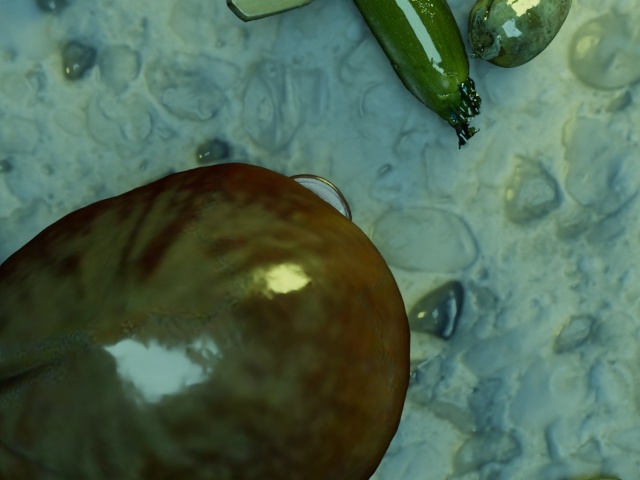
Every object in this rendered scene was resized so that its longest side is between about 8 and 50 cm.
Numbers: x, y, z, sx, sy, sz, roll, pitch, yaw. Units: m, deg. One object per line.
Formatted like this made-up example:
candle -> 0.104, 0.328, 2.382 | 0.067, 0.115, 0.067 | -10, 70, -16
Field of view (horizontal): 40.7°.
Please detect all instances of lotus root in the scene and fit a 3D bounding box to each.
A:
lotus root -> 0.209, -0.238, 0.876 | 0.088, 0.088, 0.165 | 42, 73, -8

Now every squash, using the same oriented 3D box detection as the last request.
squash -> 0.075, -0.245, 0.867 | 0.087, 0.087, 0.332 | -33, 96, 1

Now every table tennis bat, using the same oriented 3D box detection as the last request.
table tennis bat -> 0.000, 0.000, 0.934 | 0.098, 0.019, 0.155 | -37, 96, 2

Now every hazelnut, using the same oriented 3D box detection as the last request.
hazelnut -> -0.123, 0.105, 0.785 | 0.409, 0.359, 0.359 | -20, 99, -5

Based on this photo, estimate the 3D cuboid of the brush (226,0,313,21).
brush -> 0.068, -0.276, 0.813 | 0.336, 0.020, 0.086 | -24, 96, -11

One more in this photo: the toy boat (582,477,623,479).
toy boat -> 0.238, 0.391, 0.973 | 0.141, 0.092, 0.319 | 44, 86, -8
